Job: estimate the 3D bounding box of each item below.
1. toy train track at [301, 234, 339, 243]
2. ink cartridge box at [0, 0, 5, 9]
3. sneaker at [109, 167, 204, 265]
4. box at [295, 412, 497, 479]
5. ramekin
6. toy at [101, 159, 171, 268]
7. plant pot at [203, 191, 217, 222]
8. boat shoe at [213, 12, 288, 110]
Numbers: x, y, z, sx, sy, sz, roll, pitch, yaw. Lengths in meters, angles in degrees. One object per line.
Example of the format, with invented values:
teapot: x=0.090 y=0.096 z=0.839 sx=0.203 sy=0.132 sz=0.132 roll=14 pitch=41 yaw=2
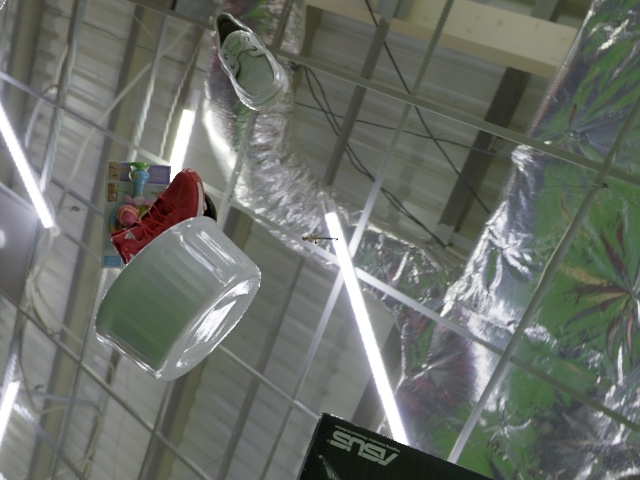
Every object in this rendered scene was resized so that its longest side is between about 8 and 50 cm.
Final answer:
toy train track: x=0.000 y=0.000 z=1.113 sx=0.083 sy=0.048 sz=0.014 roll=1 pitch=-75 yaw=20
ink cartridge box: x=-0.361 y=-0.235 z=0.420 sx=0.197 sy=0.114 sz=0.272 roll=14 pitch=-103 yaw=27
sneaker: x=-0.297 y=-0.029 z=0.926 sx=0.087 sy=0.128 sz=0.221 roll=39 pitch=-61 yaw=25
box: x=0.076 y=0.258 z=0.379 sx=0.231 sy=0.056 sz=0.183 roll=19 pitch=-113 yaw=11
ramekin: x=-0.229 y=0.107 z=0.884 sx=0.135 sy=0.277 sz=0.277 roll=38 pitch=-67 yaw=10
toy: x=-0.399 y=-0.057 z=1.119 sx=0.056 sy=0.137 sz=0.237 roll=164 pitch=-72 yaw=-70
plant pot: x=-0.350 y=-0.073 z=1.328 sx=0.167 sy=0.165 sz=0.167 roll=-2 pitch=-77 yaw=-9
boat shoe: x=-0.148 y=-0.344 z=0.966 sx=0.098 sy=0.096 sz=0.277 roll=-37 pitch=-130 yaw=4
